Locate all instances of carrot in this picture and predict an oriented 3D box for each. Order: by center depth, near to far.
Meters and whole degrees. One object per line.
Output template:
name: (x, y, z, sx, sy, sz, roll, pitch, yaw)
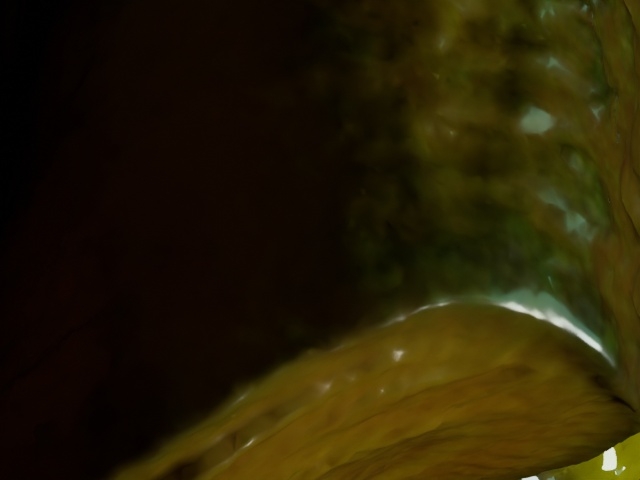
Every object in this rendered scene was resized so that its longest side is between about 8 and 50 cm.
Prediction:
carrot: (0.000, 0.000, 0.677, 0.241, 0.241, 0.341, 72, 23, -63)

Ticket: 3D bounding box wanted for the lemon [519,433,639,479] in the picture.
lemon: (0.129, 0.012, 1.120, 0.350, 0.349, 0.387, 82, 11, -47)
